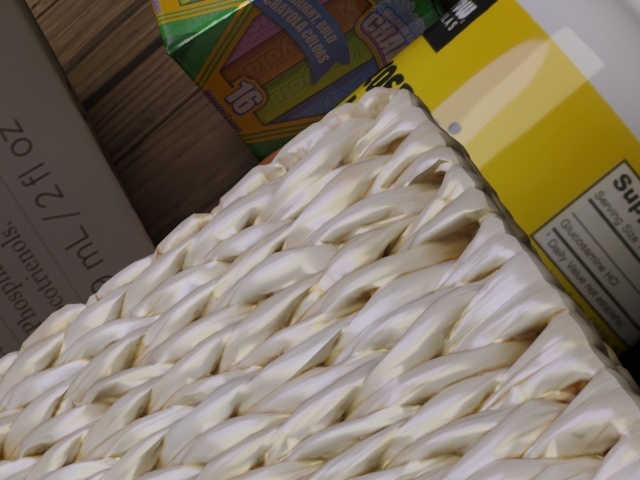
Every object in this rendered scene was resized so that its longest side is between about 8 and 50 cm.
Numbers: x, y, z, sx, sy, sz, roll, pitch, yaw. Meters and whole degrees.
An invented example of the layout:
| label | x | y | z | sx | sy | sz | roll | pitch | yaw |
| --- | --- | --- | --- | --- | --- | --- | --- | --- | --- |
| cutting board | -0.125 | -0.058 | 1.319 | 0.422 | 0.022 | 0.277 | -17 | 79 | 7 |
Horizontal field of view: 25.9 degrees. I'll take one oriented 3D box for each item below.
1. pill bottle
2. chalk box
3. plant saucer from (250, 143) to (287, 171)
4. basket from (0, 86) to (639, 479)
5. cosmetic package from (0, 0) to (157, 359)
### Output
| label | x | y | z | sx | sy | sz | roll | pitch | yaw |
| --- | --- | --- | --- | --- | --- | --- | --- | --- | --- |
| pill bottle | 0.093 | -0.018 | 0.700 | 0.334 | 0.188 | 0.188 | -40 | 43 | 9 |
| chalk box | 0.003 | -0.180 | 0.956 | 0.213 | 0.132 | 0.132 | -32 | 44 | 10 |
| plant saucer | 0.000 | 0.000 | 0.882 | 0.200 | 0.037 | 0.200 | -20 | 46 | 22 |
| basket | 0.011 | 0.181 | 0.514 | 0.328 | 0.331 | 0.266 | -35 | 41 | 6 |
| cosmetic package | -0.355 | -0.044 | 0.907 | 0.393 | 0.329 | 0.327 | -29 | 43 | -5 |
